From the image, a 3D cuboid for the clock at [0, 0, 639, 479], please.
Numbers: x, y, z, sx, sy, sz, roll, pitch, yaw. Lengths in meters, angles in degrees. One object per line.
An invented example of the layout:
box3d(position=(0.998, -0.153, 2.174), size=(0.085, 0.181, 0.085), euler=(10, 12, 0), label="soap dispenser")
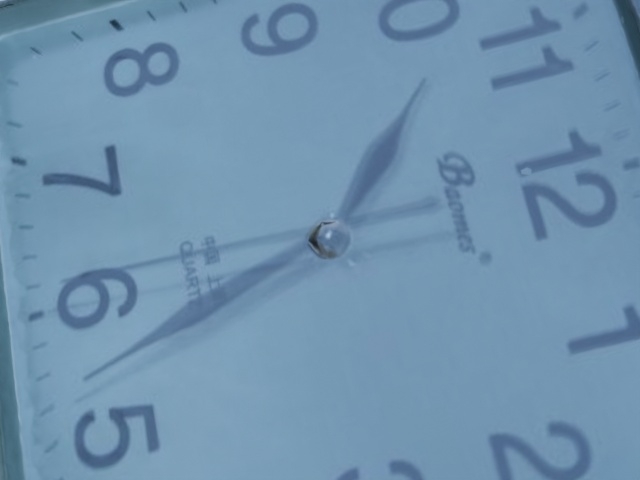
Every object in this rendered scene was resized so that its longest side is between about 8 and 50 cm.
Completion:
box3d(position=(0.000, 0.000, 0.365), size=(0.279, 0.049, 0.273), euler=(-14, 70, 5), label="clock")
